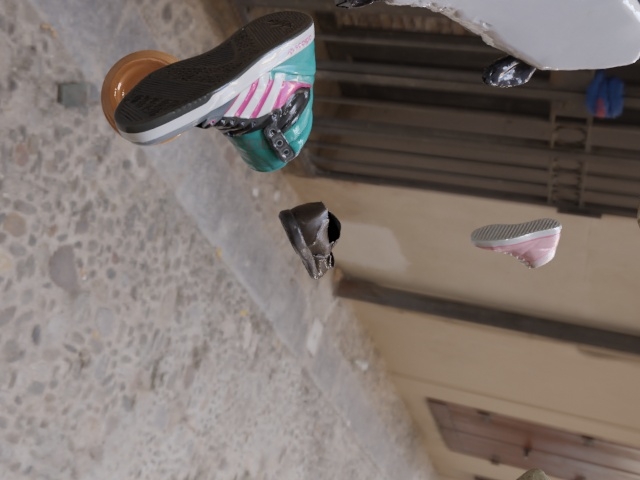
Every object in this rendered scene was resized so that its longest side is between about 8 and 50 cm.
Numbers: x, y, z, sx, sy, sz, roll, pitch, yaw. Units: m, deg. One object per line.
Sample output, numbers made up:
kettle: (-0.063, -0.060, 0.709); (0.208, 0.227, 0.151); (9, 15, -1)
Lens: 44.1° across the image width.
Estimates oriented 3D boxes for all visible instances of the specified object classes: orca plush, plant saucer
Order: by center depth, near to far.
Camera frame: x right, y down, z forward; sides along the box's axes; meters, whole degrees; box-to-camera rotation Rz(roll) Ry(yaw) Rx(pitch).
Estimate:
orca plush: (0.150, -0.217, 0.678); (0.151, 0.287, 0.102); (102, -20, -52)
plant saucer: (-0.350, -0.295, 1.617); (0.037, 0.200, 0.200); (137, -35, -83)

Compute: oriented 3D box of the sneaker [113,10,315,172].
sneaker: (-0.114, -0.153, 1.001); (0.295, 0.124, 0.178); (-37, 136, -29)

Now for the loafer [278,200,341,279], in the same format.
loafer: (0.000, 0.000, 1.197); (0.220, 0.078, 0.080); (59, 6, -74)

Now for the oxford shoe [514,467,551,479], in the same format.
oxford shoe: (0.398, 0.459, 1.027); (0.146, 0.397, 0.140); (-41, 165, -31)

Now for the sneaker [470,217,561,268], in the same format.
sneaker: (0.283, 0.012, 1.149); (0.051, 0.134, 0.070); (-112, -164, -59)

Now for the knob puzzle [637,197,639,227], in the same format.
knob puzzle: (0.278, -0.009, 0.479); (0.213, 0.213, 0.030); (-65, -175, -36)
